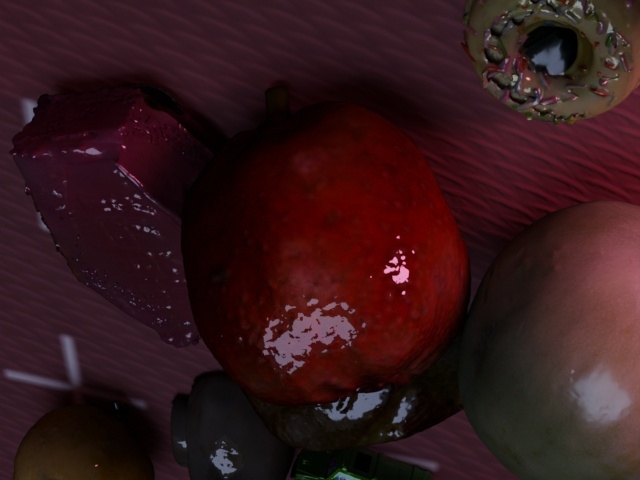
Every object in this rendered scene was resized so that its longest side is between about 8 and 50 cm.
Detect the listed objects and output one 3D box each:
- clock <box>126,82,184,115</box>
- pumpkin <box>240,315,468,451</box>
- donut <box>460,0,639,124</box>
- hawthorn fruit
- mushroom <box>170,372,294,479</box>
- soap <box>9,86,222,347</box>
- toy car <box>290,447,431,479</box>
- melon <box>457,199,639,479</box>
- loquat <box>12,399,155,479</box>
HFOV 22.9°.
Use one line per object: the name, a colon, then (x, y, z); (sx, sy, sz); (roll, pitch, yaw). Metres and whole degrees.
clock: (-0.169, -0.123, 1.561); (0.074, 0.010, 0.083); (27, 135, -6)
pumpkin: (0.012, 0.112, 1.627); (0.312, 0.148, 0.169); (-7, 133, 21)
donut: (0.202, -0.170, 1.342); (0.174, 0.068, 0.175); (10, 135, 10)
hawthorn fruit: (0.000, 0.000, 1.457); (0.265, 0.265, 0.307); (-16, 81, 32)
mushroom: (-0.105, 0.247, 1.828); (0.141, 0.117, 0.188); (-3, 127, 8)
soap: (-0.168, -0.018, 1.584); (0.182, 0.112, 0.289); (1, 137, 25)
toy car: (0.049, 0.279, 1.824); (0.165, 0.071, 0.062); (20, 120, 1)
melon: (0.254, 0.103, 1.450); (0.271, 0.272, 0.308); (14, 121, 7)
loquat: (-0.282, 0.286, 1.866); (0.149, 0.204, 0.172); (-2, 145, 46)
